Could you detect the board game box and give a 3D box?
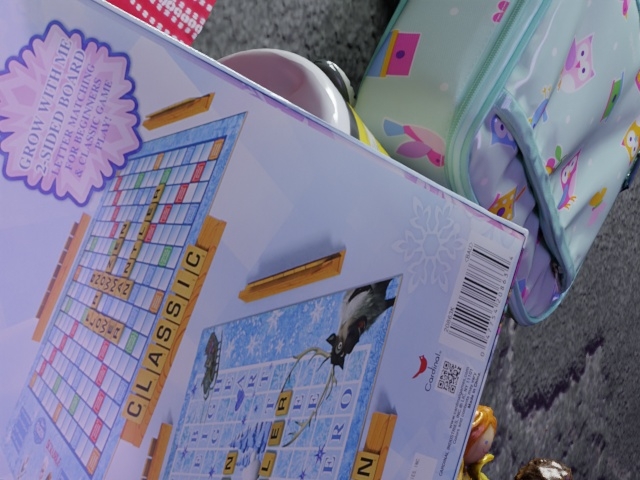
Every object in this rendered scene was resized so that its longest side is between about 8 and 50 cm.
[{"bbox_3d":[-0.076,0.091,0.527,0.318,0.066,0.319,26,78,-41],"label":"board game box"}]

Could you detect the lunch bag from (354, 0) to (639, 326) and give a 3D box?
[{"bbox_3d":[0.130,-0.074,0.893,0.224,0.108,0.279,-62,150,-17],"label":"lunch bag"}]

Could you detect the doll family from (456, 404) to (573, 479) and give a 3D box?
[{"bbox_3d":[0.057,0.169,0.782,0.263,0.118,0.163,9,100,-65],"label":"doll family"}]

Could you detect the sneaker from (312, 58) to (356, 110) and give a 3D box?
[{"bbox_3d":[0.000,-0.065,0.804,0.035,0.031,0.083,-24,115,-53],"label":"sneaker"}]

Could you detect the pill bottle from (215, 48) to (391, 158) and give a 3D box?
[{"bbox_3d":[0.000,0.000,0.734,0.208,0.119,0.119,46,58,-50],"label":"pill bottle"}]

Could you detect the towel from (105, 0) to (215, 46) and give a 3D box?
[{"bbox_3d":[-0.132,-0.089,0.595,0.199,0.031,0.275,50,55,-48],"label":"towel"}]
